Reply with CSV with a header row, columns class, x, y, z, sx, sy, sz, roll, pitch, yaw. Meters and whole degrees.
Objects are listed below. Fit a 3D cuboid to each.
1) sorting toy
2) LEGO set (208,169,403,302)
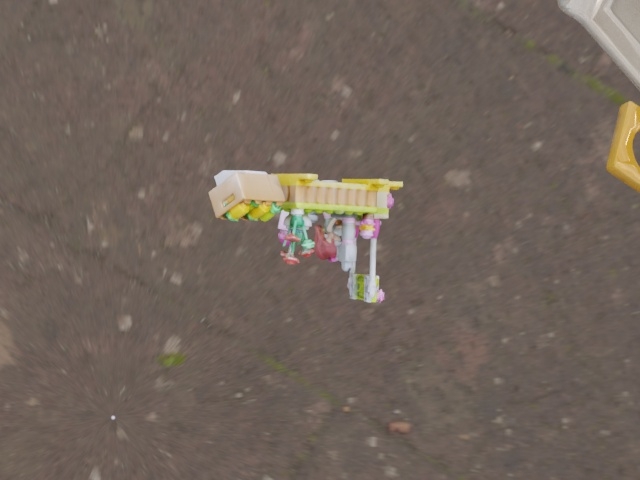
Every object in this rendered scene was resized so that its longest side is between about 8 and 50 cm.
class,x,y,z,sx,sy,sz,roll,pitch,yaw
sorting toy,0.280,-0.176,1.198,0.196,0.047,0.347,41,57,-17
LEGO set,0.000,0.000,1.269,0.132,0.287,0.107,2,90,11
